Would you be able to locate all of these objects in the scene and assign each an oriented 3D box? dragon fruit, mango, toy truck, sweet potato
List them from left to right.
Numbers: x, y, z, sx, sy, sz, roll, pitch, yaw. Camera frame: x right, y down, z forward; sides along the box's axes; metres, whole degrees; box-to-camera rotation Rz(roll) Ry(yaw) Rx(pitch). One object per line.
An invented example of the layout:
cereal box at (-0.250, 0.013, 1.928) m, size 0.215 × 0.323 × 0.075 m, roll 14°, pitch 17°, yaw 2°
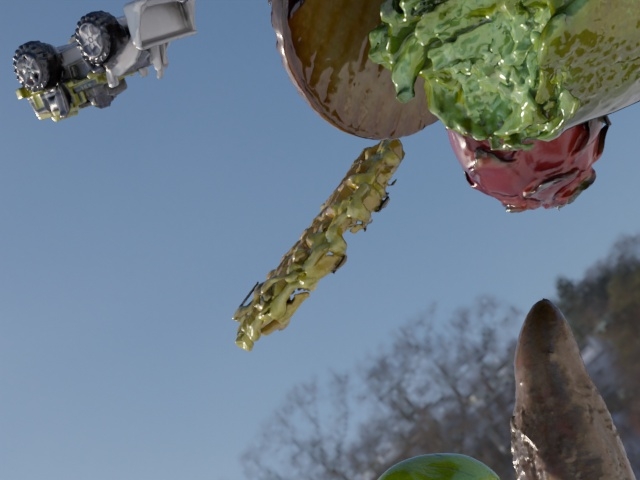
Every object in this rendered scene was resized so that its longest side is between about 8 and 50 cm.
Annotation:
toy truck at (-0.260, -0.229, 1.581) m, size 0.286 × 0.111 × 0.136 m, roll -18°, pitch 8°, yaw 39°
mango at (0.117, 0.271, 1.302) m, size 0.163 × 0.117 × 0.089 m, roll -19°, pitch -48°, yaw -53°
dragon fruit at (0.239, -0.152, 1.503) m, size 0.193 × 0.274 × 0.192 m, roll -14°, pitch 23°, yaw 16°
sweet potato at (0.222, 0.208, 1.058) m, size 0.092 × 0.341 × 0.114 m, roll 15°, pitch -49°, yaw -40°

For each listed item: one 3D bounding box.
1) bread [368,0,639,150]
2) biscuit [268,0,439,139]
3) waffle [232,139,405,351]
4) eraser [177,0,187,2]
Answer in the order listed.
bread at (0.257, -0.226, 1.176) m, size 0.376 × 0.208 × 0.251 m, roll -23°, pitch -25°, yaw -35°
biscuit at (0.075, -0.257, 1.274) m, size 0.318 × 0.040 × 0.318 m, roll -16°, pitch -65°, yaw -38°
waffle at (0.003, 0.002, 1.435) m, size 0.280 × 0.060 × 0.262 m, roll -50°, pitch 2°, yaw 33°
eraser at (-0.103, -0.350, 1.092) m, size 0.130 × 0.086 × 0.287 m, roll -45°, pitch 28°, yaw 49°
